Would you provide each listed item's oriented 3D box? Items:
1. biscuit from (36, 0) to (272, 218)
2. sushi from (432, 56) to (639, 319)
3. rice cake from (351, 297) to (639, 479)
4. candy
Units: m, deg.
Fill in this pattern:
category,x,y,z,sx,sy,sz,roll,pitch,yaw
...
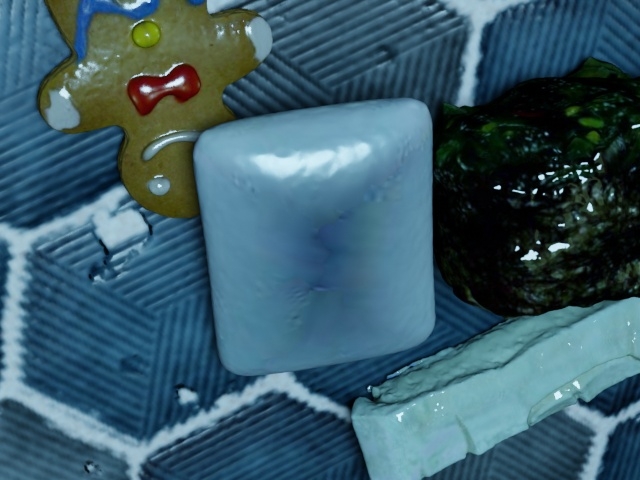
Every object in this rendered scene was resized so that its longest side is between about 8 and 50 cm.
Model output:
category,x,y,z,sx,sy,sz,roll,pitch,yaw
biscuit,-0.093,-0.104,0.688,0.138,0.031,0.205,-19,118,-12
sushi,0.175,-0.037,0.758,0.225,0.124,0.127,-10,116,-15
rice cake,0.176,0.071,0.841,0.336,0.063,0.066,-24,109,-8
candy,0.000,0.000,0.731,0.138,0.071,0.174,-9,126,-8
